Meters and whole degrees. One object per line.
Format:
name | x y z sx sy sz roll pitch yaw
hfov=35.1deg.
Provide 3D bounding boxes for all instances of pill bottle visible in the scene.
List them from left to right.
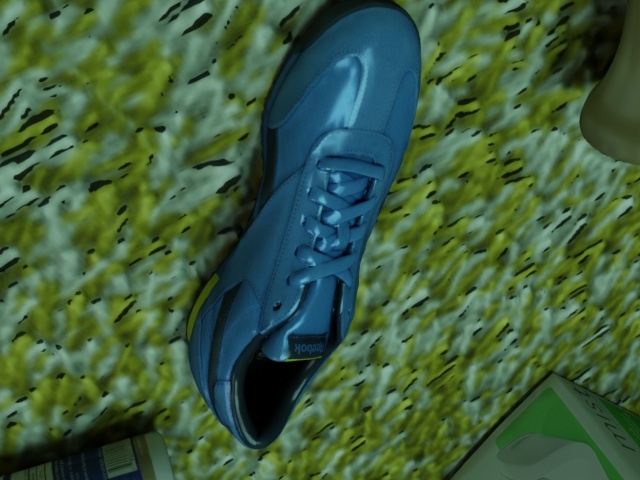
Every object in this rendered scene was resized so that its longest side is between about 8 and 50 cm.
pill bottle | -0.129 0.143 0.502 0.120 0.067 0.067 -15 129 -12

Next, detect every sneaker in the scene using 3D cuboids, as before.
sneaker | 0.000 0.000 0.445 0.069 0.082 0.209 11 118 -27

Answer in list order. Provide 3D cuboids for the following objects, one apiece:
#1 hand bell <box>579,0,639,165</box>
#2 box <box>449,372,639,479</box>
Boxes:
hand bell | 0.150 -0.163 0.393 0.126 0.126 0.242 -20 117 -8
box | 0.225 0.236 0.596 0.231 0.262 0.127 29 109 -35
